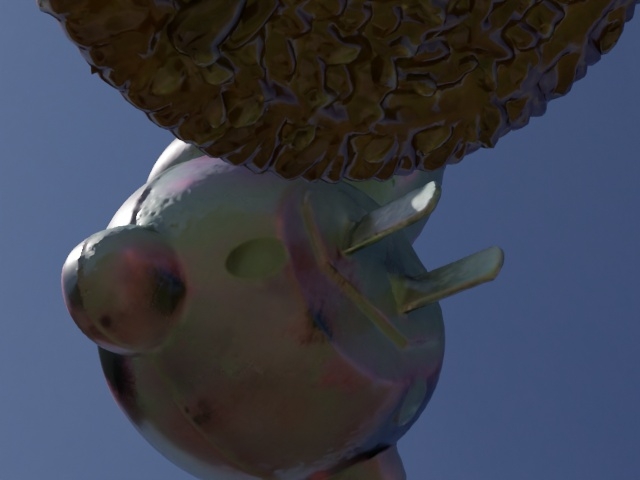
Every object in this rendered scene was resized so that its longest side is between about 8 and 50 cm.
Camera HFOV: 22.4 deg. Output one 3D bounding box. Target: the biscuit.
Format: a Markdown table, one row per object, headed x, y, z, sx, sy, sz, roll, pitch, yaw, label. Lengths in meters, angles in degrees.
| x | y | z | sx | sy | sz | roll | pitch | yaw | label |
| --- | --- | --- | --- | --- | --- | --- | --- | --- | --- |
| 0.029 | -0.159 | 0.501 | 0.305 | 0.038 | 0.305 | -14 | -65 | -34 | biscuit |

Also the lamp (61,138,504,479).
| x | y | z | sx | sy | sz | roll | pitch | yaw | label |
| --- | --- | --- | --- | --- | --- | --- | --- | --- | --- |
| 0.000 | 0.000 | 0.937 | 0.247 | 0.301 | 0.247 | -22 | -56 | 34 | lamp |
